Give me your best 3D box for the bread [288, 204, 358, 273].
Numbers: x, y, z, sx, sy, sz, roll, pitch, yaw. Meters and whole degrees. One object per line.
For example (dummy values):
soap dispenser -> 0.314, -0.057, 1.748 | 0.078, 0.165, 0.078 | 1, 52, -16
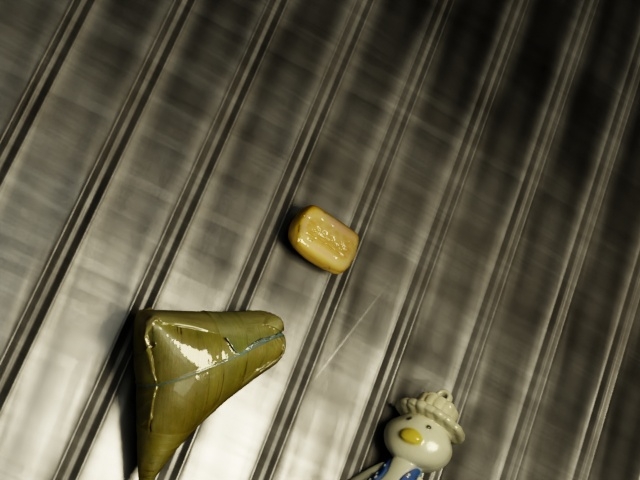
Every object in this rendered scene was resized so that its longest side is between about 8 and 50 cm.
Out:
bread -> 0.000, 0.000, 1.844 | 0.115, 0.056, 0.082 | 29, 69, -26

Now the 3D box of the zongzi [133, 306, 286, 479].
zongzi -> -0.155, 0.221, 1.700 | 0.228, 0.115, 0.256 | 2, 86, -30

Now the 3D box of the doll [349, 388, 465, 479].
doll -> 0.124, 0.346, 1.803 | 0.293, 0.138, 0.119 | -57, 141, -22
